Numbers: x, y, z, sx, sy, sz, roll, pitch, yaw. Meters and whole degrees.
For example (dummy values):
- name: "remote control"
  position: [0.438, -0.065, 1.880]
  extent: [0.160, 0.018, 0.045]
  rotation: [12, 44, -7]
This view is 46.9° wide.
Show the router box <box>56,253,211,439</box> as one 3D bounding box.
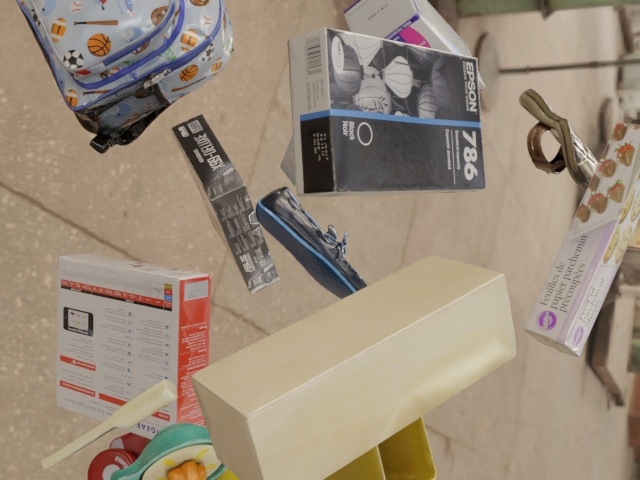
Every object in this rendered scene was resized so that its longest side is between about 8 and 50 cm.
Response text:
- name: "router box"
  position: [-0.359, 0.192, 1.379]
  extent: [0.082, 0.335, 0.301]
  rotation: [-7, 102, -56]

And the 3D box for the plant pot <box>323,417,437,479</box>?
- name: "plant pot"
  position: [0.043, 0.310, 1.177]
  extent: [0.212, 0.187, 0.212]
  rotation: [10, 63, -63]

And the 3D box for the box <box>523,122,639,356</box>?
- name: "box"
  position: [0.377, -0.005, 1.001]
  extent: [0.067, 0.063, 0.324]
  rotation: [35, 79, -45]

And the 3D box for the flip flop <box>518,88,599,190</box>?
- name: "flip flop"
  position: [0.367, -0.155, 1.178]
  extent: [0.112, 0.080, 0.277]
  rotation: [41, 20, -30]

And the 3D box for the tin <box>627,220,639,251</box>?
- name: "tin"
  position: [0.535, -0.032, 1.206]
  extent: [0.040, 0.189, 0.106]
  rotation: [121, -20, -76]

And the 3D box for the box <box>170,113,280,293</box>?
- name: "box"
  position: [-0.193, -0.071, 1.527]
  extent: [0.076, 0.242, 0.307]
  rotation: [-26, 142, -9]

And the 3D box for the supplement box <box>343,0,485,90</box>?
- name: "supplement box"
  position: [0.154, -0.305, 1.183]
  extent: [0.220, 0.111, 0.114]
  rotation: [27, 39, -45]

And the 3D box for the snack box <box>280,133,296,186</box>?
- name: "snack box"
  position: [0.015, -0.228, 1.658]
  extent: [0.174, 0.070, 0.207]
  rotation: [-27, 162, -28]

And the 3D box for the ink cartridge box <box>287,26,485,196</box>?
- name: "ink cartridge box"
  position: [0.106, -0.135, 0.843]
  extent: [0.332, 0.065, 0.165]
  rotation: [-6, 92, -46]

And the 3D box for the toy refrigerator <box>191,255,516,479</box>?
- name: "toy refrigerator"
  position: [0.038, 0.112, 0.640]
  extent: [0.269, 0.102, 0.094]
  rotation: [-24, 111, -29]

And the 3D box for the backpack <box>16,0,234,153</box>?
- name: "backpack"
  position: [-0.261, -0.308, 1.024]
  extent: [0.276, 0.263, 0.213]
  rotation: [63, -10, 7]

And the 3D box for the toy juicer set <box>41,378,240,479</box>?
- name: "toy juicer set"
  position: [-0.159, 0.271, 0.964]
  extent: [0.329, 0.209, 0.089]
  rotation: [23, 29, -45]

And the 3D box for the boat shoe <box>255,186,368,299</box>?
- name: "boat shoe"
  position: [0.000, 0.000, 1.317]
  extent: [0.258, 0.109, 0.089]
  rotation: [47, 63, -1]

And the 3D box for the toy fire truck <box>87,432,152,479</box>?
- name: "toy fire truck"
  position: [-0.312, 0.512, 1.521]
  extent: [0.169, 0.254, 0.302]
  rotation: [68, -2, -71]
